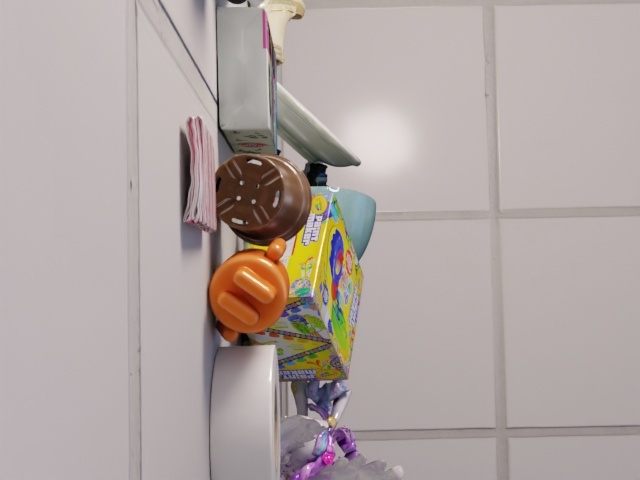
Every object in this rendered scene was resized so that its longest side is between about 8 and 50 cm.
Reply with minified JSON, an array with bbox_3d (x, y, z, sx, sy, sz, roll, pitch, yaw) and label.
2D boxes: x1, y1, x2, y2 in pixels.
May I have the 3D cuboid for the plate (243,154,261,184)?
[{"bbox_3d":[-0.165,-0.300,1.937,0.277,0.045,0.278,90,-1,-53],"label":"plate"}]

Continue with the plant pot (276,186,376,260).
[{"bbox_3d":[0.000,0.000,2.104,0.290,0.290,0.196,90,0,-74],"label":"plant pot"}]

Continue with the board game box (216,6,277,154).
[{"bbox_3d":[-0.138,-0.299,1.598,0.303,0.097,0.224,117,-28,-87],"label":"board game box"}]

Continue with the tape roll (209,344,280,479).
[{"bbox_3d":[-0.123,0.322,1.395,0.286,0.100,0.286,179,-90,-89],"label":"tape roll"}]

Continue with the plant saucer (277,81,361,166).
[{"bbox_3d":[-0.065,-0.311,2.176,0.100,0.400,0.400,-47,-173,7],"label":"plant saucer"}]

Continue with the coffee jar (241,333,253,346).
[{"bbox_3d":[-0.136,0.182,1.830,0.096,0.079,0.184,55,32,-79],"label":"coffee jar"}]

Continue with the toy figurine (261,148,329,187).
[{"bbox_3d":[-0.084,-0.163,2.287,0.209,0.213,0.148,-103,-159,-74],"label":"toy figurine"}]

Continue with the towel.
[{"bbox_3d":[-0.167,-0.086,1.137,0.197,0.029,0.144,135,-46,-86],"label":"towel"}]

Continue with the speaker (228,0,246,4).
[{"bbox_3d":[-0.162,-0.515,1.623,0.136,0.055,0.055,-91,180,-56],"label":"speaker"}]

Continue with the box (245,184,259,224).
[{"bbox_3d":[-0.150,-0.094,1.988,0.207,0.036,0.114,-93,-162,-71],"label":"box"}]

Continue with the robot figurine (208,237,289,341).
[{"bbox_3d":[-0.115,0.080,1.334,0.219,0.128,0.158,-85,171,-85],"label":"robot figurine"}]

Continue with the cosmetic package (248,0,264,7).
[{"bbox_3d":[-0.126,-0.534,1.529,0.117,0.085,0.231,47,23,-25],"label":"cosmetic package"}]

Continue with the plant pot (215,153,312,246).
[{"bbox_3d":[-0.106,-0.076,1.386,0.165,0.167,0.167,22,66,-83],"label":"plant pot"}]

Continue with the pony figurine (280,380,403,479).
[{"bbox_3d":[-0.029,0.444,1.710,0.351,0.303,0.363,-40,-161,28],"label":"pony figurine"}]

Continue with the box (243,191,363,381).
[{"bbox_3d":[-0.038,0.101,1.730,0.279,0.177,0.290,69,24,-43],"label":"box"}]

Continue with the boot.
[{"bbox_3d":[-0.121,-0.585,2.272,0.262,0.095,0.204,-7,98,-68],"label":"boot"}]
